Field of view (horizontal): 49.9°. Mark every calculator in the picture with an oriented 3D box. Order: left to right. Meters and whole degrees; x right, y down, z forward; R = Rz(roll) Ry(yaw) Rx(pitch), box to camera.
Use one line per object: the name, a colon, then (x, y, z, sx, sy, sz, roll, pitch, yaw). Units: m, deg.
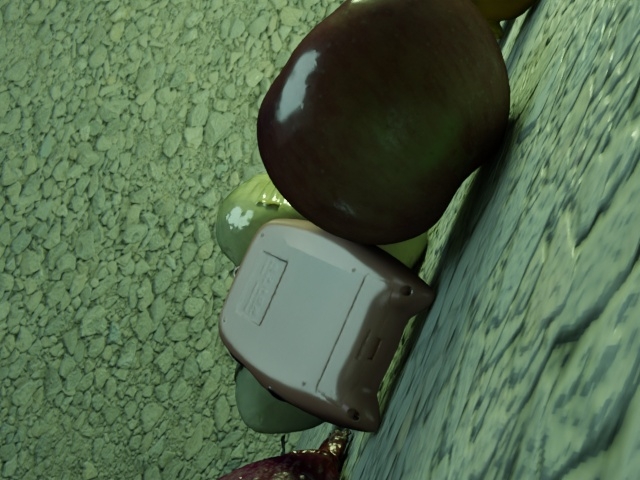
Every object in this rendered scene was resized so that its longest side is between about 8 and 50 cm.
calculator: (-0.023, 0.085, 0.842, 0.330, 0.048, 0.220, 21, 89, 49)

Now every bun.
bun: (0.000, 0.000, 1.114, 0.361, 0.361, 0.213, -59, -27, -70)

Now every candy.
candy: (-0.021, 0.221, 1.209, 0.295, 0.185, 0.295, -44, -19, -19)

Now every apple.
apple: (0.078, -0.141, 0.772, 0.305, 0.235, 0.306, -48, -1, -1)

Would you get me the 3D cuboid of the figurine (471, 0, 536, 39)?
figurine: (0.271, -0.431, 1.015, 0.215, 0.215, 0.228, 95, -176, -81)

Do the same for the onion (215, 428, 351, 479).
onion: (-0.079, 0.339, 0.818, 0.348, 0.159, 0.267, -64, -1, -58)

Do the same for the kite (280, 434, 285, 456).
kite: (-0.067, 0.433, 1.110, 0.321, 0.016, 0.233, -39, 41, 41)
